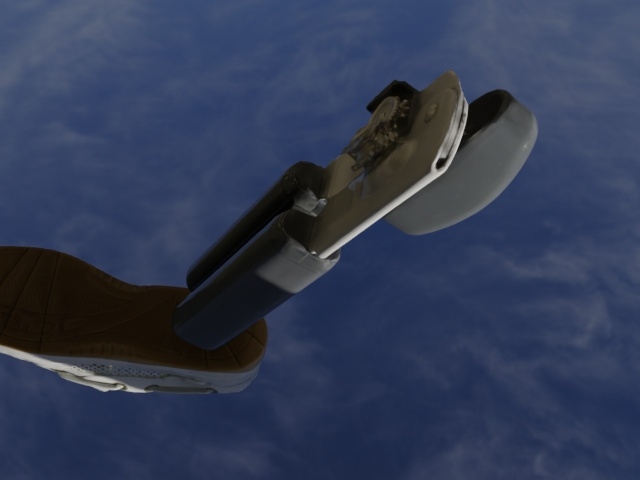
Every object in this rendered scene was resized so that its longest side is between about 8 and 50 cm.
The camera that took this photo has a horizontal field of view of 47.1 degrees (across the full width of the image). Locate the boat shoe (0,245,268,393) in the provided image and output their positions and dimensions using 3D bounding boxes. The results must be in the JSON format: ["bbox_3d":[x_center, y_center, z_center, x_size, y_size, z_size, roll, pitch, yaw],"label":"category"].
[{"bbox_3d":[-0.185,0.082,0.609,0.277,0.096,0.098,14,-130,-1],"label":"boat shoe"}]

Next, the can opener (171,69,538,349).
[{"bbox_3d":[0.000,0.000,0.442,0.093,0.280,0.074,33,-132,-23],"label":"can opener"}]
